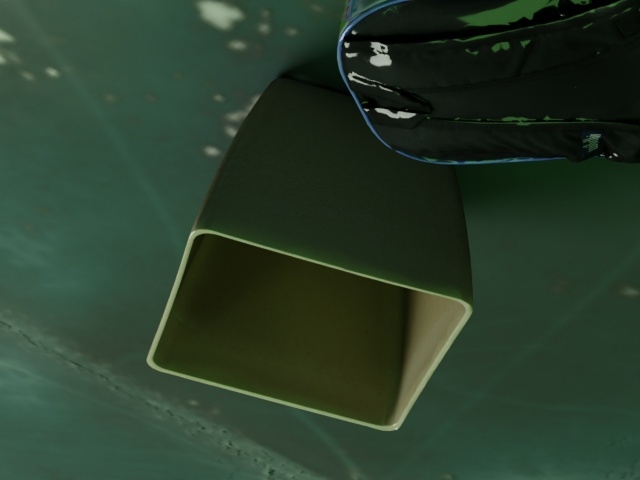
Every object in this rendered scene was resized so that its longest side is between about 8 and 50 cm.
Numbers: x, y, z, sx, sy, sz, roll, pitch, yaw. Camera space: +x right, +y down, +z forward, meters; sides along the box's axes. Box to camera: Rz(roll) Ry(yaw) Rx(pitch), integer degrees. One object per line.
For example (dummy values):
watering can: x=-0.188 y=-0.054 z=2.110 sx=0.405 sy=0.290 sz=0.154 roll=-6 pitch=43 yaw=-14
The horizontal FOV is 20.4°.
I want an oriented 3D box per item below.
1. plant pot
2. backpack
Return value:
plant pot: x=0.000 y=0.000 z=0.721 sx=0.109 sy=0.096 sz=0.109 roll=16 pitch=144 yaw=-7
backpack: x=0.067 y=-0.076 z=0.605 sx=0.114 sy=0.084 sz=0.105 roll=-6 pitch=143 yaw=16
